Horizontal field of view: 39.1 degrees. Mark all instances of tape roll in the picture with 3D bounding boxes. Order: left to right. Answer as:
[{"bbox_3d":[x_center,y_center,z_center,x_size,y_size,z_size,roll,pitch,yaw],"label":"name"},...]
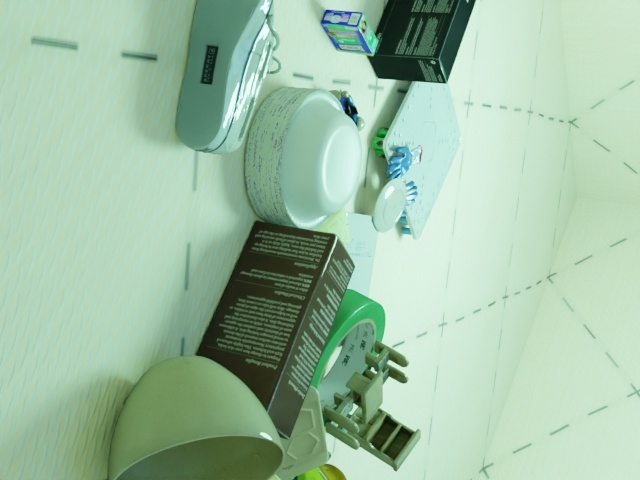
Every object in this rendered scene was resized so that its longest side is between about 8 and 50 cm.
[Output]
[{"bbox_3d":[0.029,0.267,2.029,0.321,0.077,0.321,-43,147,-37],"label":"tape roll"}]

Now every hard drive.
[{"bbox_3d":[0.065,0.093,2.163,0.210,0.040,0.318,4,95,-63],"label":"hard drive"}]

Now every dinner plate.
[{"bbox_3d":[0.178,-0.084,2.227,0.141,0.017,0.141,-34,136,-42],"label":"dinner plate"}]

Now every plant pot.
[{"bbox_3d":[-0.217,0.304,1.490,0.284,0.284,0.191,54,15,-55],"label":"plant pot"}]

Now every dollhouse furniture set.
[{"bbox_3d":[0.139,0.401,2.084,0.212,0.161,0.242,-48,152,-29],"label":"dollhouse furniture set"}]

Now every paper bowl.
[{"bbox_3d":[-0.019,-0.161,1.802,0.284,0.148,0.284,-31,126,-55],"label":"paper bowl"}]

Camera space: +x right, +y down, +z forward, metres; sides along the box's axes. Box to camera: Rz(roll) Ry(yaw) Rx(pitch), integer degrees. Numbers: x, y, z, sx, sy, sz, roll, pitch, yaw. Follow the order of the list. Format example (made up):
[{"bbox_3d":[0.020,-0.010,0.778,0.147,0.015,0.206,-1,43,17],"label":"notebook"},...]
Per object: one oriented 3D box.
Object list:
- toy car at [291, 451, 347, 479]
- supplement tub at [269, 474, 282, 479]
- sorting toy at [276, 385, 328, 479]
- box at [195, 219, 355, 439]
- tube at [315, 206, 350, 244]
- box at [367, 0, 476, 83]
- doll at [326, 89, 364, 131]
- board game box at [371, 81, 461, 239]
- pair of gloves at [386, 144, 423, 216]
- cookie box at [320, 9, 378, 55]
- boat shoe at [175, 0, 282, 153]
[{"bbox_3d":[-0.013,0.581,2.098,0.136,0.159,0.182,-45,156,12],"label":"toy car"},{"bbox_3d":[-0.152,0.516,1.774,0.200,0.144,0.144,37,66,-61],"label":"supplement tub"},{"bbox_3d":[-0.085,0.416,1.898,0.193,0.038,0.208,-19,121,-16],"label":"sorting toy"},{"bbox_3d":[-0.092,0.164,1.721,0.381,0.191,0.143,-66,150,-24],"label":"box"},{"bbox_3d":[0.000,0.000,1.973,0.240,0.062,0.070,-32,159,-51],"label":"tube"},{"bbox_3d":[0.245,-0.512,2.151,0.261,0.184,0.103,-69,153,-21],"label":"box"},{"bbox_3d":[0.053,-0.275,2.011,0.189,0.046,0.129,14,77,-69],"label":"doll"},{"bbox_3d":[0.266,-0.267,2.423,0.390,0.050,0.390,-63,148,-29],"label":"board game box"},{"bbox_3d":[0.207,-0.147,2.269,0.159,0.023,0.198,-25,126,-47],"label":"pair of gloves"},{"bbox_3d":[0.063,-0.444,1.923,0.107,0.092,0.040,46,61,-58],"label":"cookie box"},{"bbox_3d":[-0.130,-0.322,1.545,0.156,0.136,0.367,9,94,-63],"label":"boat shoe"}]
